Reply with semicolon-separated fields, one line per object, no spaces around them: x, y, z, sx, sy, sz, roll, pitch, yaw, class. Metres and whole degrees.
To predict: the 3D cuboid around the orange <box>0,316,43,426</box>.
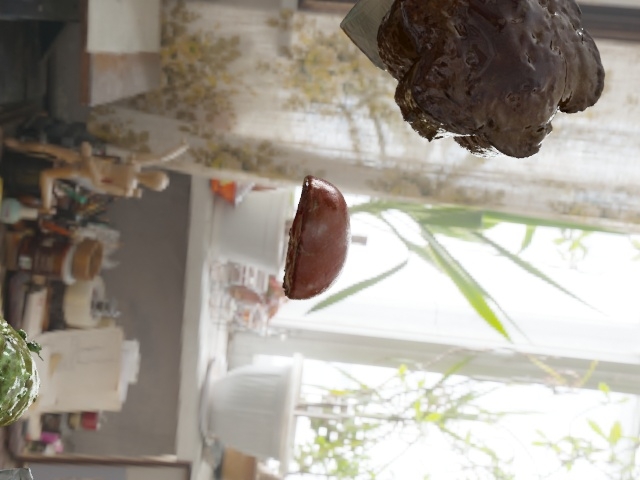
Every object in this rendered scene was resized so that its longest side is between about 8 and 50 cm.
-0.636;0.225;1.599;0.223;0.300;0.301;-52;-157;-5;orange

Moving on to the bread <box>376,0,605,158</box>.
0.175;-0.208;1.017;0.232;0.246;0.135;-39;-173;-22;bread

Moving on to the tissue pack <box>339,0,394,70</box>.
0.169;-0.397;1.450;0.225;0.124;0.185;-44;-176;-23;tissue pack

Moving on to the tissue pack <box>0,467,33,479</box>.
-0.478;0.360;1.237;0.026;0.193;0.122;-103;-171;-51;tissue pack

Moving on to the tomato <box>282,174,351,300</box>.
0.000;0.000;1.087;0.155;0.069;0.155;-170;-90;-82;tomato
